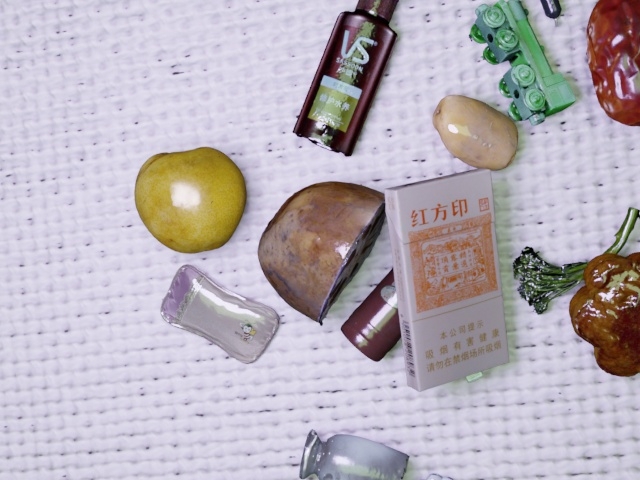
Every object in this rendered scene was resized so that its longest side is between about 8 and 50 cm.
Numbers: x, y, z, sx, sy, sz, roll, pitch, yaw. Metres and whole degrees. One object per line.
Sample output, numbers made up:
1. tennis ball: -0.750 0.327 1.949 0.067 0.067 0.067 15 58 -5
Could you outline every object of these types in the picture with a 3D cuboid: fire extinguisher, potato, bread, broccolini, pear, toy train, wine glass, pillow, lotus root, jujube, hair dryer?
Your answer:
1. fire extinguisher: 0.174 0.063 1.531 0.344 0.102 0.138 -50 128 5
2. potato: 0.290 -0.199 1.525 0.178 0.118 0.109 27 129 -8
3. bread: 0.563 0.131 1.465 0.246 0.135 0.232 27 106 -8
4. broccolini: 0.471 0.014 1.529 0.271 0.062 0.123 -41 101 11
5. pear: -0.240 -0.074 1.538 0.208 0.209 0.209 0 91 6
6. toy train: 0.375 -0.337 1.525 0.119 0.085 0.251 -20 83 -19
7. wine glass: 0.063 0.428 1.555 0.204 0.111 0.111 13 92 8
8. pillow: -0.202 0.148 1.619 0.232 0.038 0.131 30 97 3
9. lotus root: 0.000 0.000 1.497 0.192 0.272 0.272 31 94 17
10. jujube: 0.567 -0.328 1.462 0.174 0.174 0.250 -13 82 6
11. hair dryer: 0.405 -0.499 1.514 0.071 0.124 0.219 -21 105 9

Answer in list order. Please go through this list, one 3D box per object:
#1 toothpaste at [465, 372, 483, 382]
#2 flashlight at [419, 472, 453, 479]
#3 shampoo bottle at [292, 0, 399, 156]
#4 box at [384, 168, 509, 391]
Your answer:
1. toothpaste: 0.259 0.191 1.563 0.034 0.046 0.164 -28 88 7
2. flashlight: 0.211 0.550 1.572 0.093 0.047 0.200 14 92 6
3. shampoo bottle: 0.061 -0.330 1.561 0.129 0.084 0.323 23 93 3
4. box: 0.229 0.068 1.459 0.204 0.051 0.365 -13 102 -24
